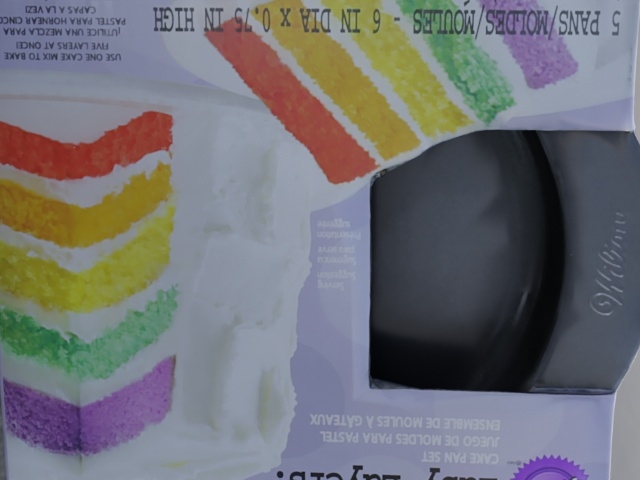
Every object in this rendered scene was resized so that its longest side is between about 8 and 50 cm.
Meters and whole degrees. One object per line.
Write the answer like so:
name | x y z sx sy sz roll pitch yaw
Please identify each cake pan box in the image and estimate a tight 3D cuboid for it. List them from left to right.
cake pan box | 0.000 0.000 0.590 0.070 0.266 0.246 -76 168 -72
